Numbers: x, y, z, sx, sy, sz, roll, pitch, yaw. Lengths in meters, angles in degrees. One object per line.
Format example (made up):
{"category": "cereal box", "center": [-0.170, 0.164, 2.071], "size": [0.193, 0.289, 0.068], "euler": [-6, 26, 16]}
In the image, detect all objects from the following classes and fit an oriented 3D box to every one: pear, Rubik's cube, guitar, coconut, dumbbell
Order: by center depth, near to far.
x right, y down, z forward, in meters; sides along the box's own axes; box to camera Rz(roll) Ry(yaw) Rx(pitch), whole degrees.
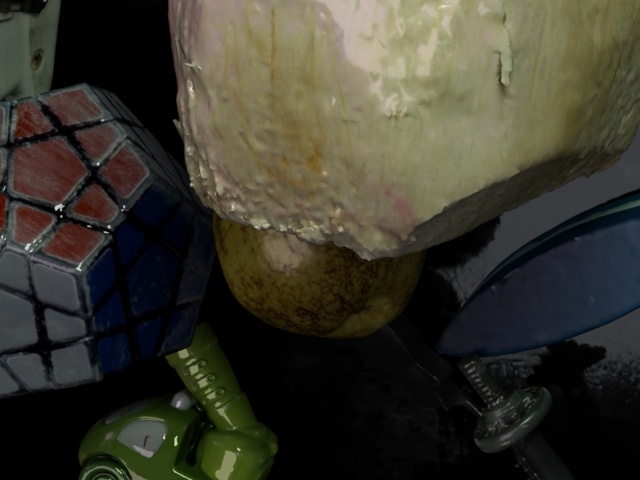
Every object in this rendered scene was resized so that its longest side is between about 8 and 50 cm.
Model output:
{"category": "coconut", "center": [0.073, -0.209, 1.450], "size": [0.404, 0.404, 0.405], "euler": [12, 114, 27]}
{"category": "pear", "center": [0.000, 0.000, 1.682], "size": [0.197, 0.197, 0.197], "euler": [12, 114, 27]}
{"category": "dumbbell", "center": [0.205, 0.203, 1.699], "size": [0.081, 0.081, 0.254], "euler": [-29, 105, 36]}
{"category": "guitar", "center": [0.121, 0.146, 1.760], "size": [0.233, 0.025, 0.088], "euler": [44, 155, 4]}
{"category": "Rubik's cube", "center": [-0.251, 0.002, 1.773], "size": [0.264, 0.319, 0.319], "euler": [18, 118, 36]}

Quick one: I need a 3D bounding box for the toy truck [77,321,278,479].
{"category": "toy truck", "center": [-0.125, 0.210, 1.886], "size": [0.187, 0.148, 0.210], "euler": [44, 104, 7]}

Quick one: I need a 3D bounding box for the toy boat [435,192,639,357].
{"category": "toy boat", "center": [0.210, 0.043, 1.657], "size": [0.299, 0.061, 0.096], "euler": [-28, 93, 36]}

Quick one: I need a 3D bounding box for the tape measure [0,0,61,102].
{"category": "tape measure", "center": [-0.333, -0.241, 1.768], "size": [0.130, 0.265, 0.258], "euler": [20, 110, 21]}
